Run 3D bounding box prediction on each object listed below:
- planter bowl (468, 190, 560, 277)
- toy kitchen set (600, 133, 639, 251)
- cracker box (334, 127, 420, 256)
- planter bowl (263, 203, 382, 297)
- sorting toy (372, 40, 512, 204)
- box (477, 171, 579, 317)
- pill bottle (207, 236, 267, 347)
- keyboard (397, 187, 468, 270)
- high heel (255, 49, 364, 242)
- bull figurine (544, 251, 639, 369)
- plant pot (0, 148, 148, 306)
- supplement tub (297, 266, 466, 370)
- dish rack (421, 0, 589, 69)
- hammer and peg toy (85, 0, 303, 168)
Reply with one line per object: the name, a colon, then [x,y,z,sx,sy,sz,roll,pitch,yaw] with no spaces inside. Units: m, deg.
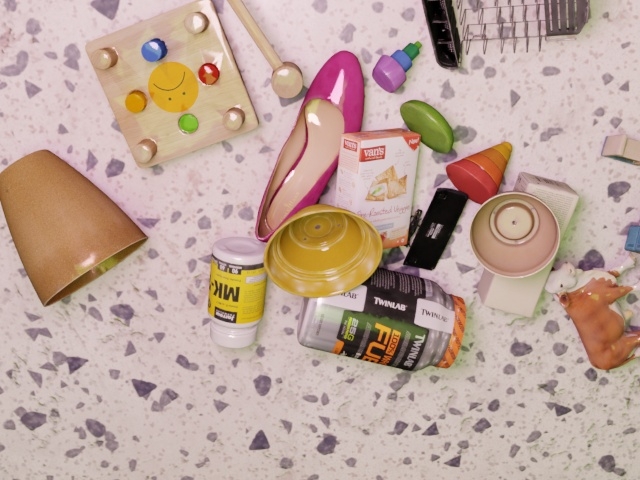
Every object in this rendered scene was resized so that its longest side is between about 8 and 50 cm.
planter bowl: [0.364,-0.022,1.409,0.162,0.109,0.162,4,107,14]
toy kitchen set: [0.621,-0.088,1.494,0.166,0.122,0.207,14,90,-5]
cracker box: [0.107,-0.096,1.460,0.155,0.067,0.232,-12,116,-37]
planter bowl: [0.000,0.000,1.380,0.217,0.090,0.217,-5,132,-6]
sorting toy: [0.253,-0.235,1.443,0.126,0.127,0.365,-45,108,-9]
box: [0.417,0.010,1.524,0.113,0.094,0.275,16,110,-4]
pill bottle: [-0.172,0.108,1.552,0.119,0.119,0.209,6,110,-2]
keyboard: [0.223,-0.030,1.547,0.100,0.038,0.192,14,117,-15]
high heel: [-0.020,-0.168,1.405,0.127,0.181,0.377,21,111,15]
bull figurine: [0.590,0.138,1.559,0.188,0.101,0.310,-24,117,15]
plant pot: [-0.505,-0.042,1.462,0.237,0.237,0.254,-33,92,12]
supplement tub: [0.122,0.153,1.528,0.316,0.193,0.194,13,110,-4]
dish rack: [0.324,-0.403,1.304,0.271,0.074,0.208,2,149,22]
hammer and peg toy: [-0.225,-0.312,1.393,0.361,0.127,0.266,-19,107,7]
